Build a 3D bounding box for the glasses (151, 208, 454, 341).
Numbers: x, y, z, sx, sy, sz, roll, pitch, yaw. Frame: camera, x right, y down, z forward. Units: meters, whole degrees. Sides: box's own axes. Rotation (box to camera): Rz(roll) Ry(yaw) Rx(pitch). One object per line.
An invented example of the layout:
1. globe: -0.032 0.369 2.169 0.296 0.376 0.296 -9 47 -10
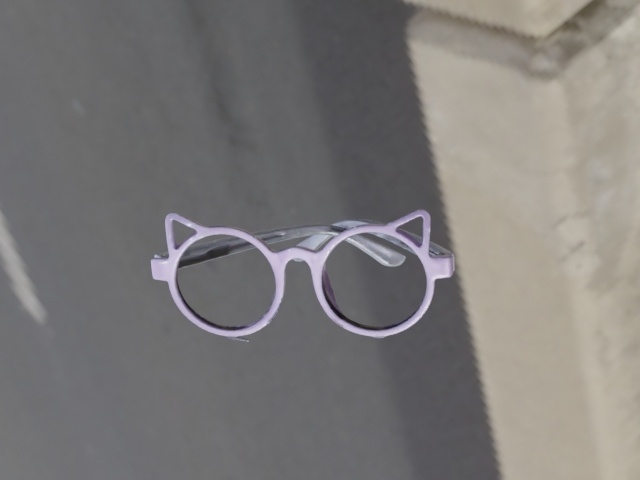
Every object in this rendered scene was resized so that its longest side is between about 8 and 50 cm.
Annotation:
1. glasses: 0.000 0.000 0.892 0.140 0.104 0.062 -1 110 13
